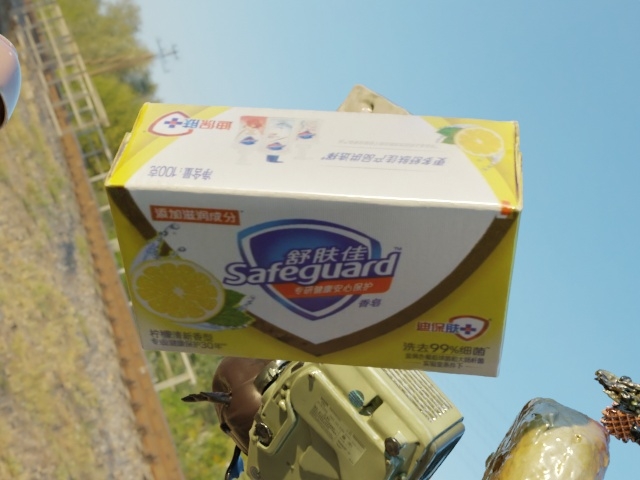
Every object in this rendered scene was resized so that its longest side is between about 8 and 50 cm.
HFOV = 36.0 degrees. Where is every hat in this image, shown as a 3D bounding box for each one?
[{"bbox_3d":[-0.089,0.331,1.713,0.336,0.209,0.238,32,-26,29],"label":"hat"}]

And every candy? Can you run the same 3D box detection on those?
[{"bbox_3d":[0.107,-0.136,1.516,0.195,0.137,0.185,29,6,-42],"label":"candy"}]

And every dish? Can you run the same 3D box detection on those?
[{"bbox_3d":[-0.490,-0.251,1.338,0.213,0.090,0.213,22,-27,12],"label":"dish"}]

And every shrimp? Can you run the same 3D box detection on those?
[{"bbox_3d":[0.298,0.162,0.833,0.034,0.161,0.091,-64,178,-47],"label":"shrimp"}]

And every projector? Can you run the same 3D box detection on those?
[{"bbox_3d":[0.011,0.202,1.002,0.193,0.088,0.269,47,-45,19],"label":"projector"}]

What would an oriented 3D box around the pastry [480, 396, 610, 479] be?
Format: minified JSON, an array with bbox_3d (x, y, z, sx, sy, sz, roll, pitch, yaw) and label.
[{"bbox_3d":[0.282,0.364,1.346,0.136,0.329,0.329,27,-21,9],"label":"pastry"}]

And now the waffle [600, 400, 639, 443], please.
[{"bbox_3d":[0.473,0.277,1.505,0.075,0.083,0.029,-54,-172,33],"label":"waffle"}]

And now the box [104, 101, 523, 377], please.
[{"bbox_3d":[0.000,0.000,0.681,0.097,0.265,0.168,-80,173,-46],"label":"box"}]
